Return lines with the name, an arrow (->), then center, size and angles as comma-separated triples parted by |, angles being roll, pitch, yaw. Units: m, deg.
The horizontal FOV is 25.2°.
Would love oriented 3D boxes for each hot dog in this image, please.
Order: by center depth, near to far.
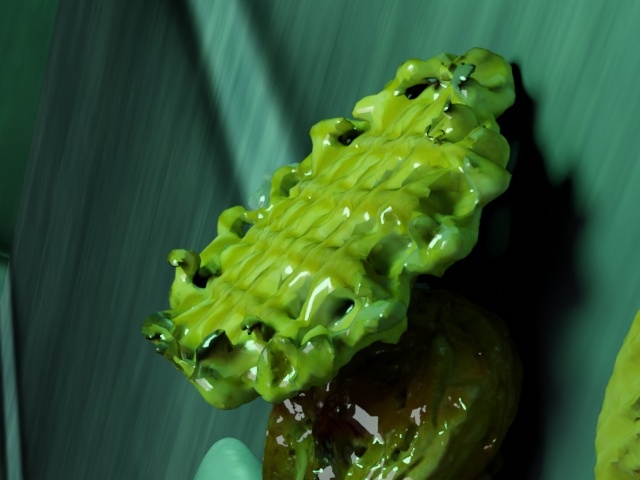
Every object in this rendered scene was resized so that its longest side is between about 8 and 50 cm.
hot dog -> 0.030, 0.129, 0.786 | 0.160, 0.099, 0.226 | -112, 33, -55

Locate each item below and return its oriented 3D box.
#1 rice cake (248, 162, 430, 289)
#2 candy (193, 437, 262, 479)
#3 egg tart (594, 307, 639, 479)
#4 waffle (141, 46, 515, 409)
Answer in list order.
rice cake -> 0.008, 0.004, 0.945 | 0.270, 0.055, 0.049 | -134, 50, -62
candy -> -0.071, 0.247, 1.044 | 0.138, 0.071, 0.174 | -130, 52, -64
egg tart -> 0.174, 0.126, 0.322 | 0.352, 0.150, 0.351 | -174, 90, -75
waffle -> -0.002, -0.002, 0.793 | 0.281, 0.060, 0.262 | -30, 21, 35
